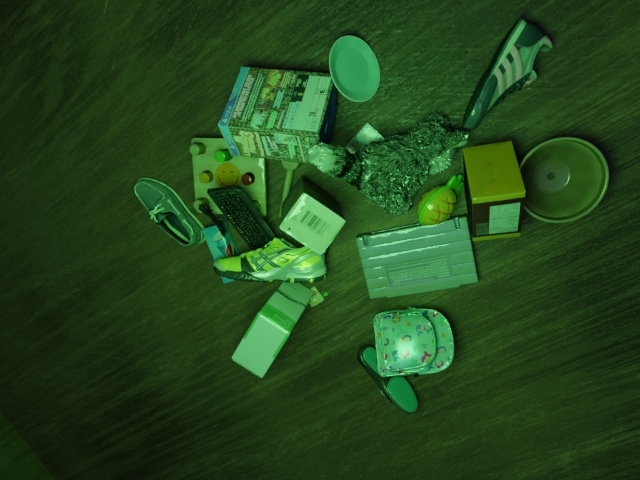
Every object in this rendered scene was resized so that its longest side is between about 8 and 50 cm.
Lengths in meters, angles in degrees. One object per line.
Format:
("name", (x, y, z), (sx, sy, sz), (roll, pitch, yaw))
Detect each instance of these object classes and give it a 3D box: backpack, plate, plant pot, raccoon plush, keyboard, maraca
("backpack", (0.304, 0.330, 1.447), (0.254, 0.191, 0.225), (-5, 74, 6))
("plate", (0.096, -0.495, 1.289), (0.024, 0.188, 0.188), (-1, 111, 55))
("plant pot", (0.670, -0.177, 1.263), (0.237, 0.110, 0.237), (4, 108, 12))
("raccoon plush", (0.215, -0.244, 1.208), (0.299, 0.446, 0.216), (-49, 65, 21))
("keyboard", (-0.277, -0.061, 1.449), (0.202, 0.033, 0.317), (-2, 144, 21))
("maraca", (0.364, -0.120, 1.338), (0.185, 0.127, 0.099), (-46, 60, -1))

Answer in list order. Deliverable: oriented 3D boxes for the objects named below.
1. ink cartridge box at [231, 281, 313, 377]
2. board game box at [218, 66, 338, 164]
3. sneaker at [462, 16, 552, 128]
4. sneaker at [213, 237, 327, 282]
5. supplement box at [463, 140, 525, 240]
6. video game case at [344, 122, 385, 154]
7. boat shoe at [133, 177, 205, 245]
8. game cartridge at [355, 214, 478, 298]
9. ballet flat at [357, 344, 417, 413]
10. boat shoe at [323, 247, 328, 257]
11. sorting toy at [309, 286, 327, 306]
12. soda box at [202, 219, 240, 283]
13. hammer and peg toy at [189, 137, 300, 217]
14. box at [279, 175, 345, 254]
("ink cartridge box", (-0.150, 0.277, 1.484), (0.122, 0.289, 0.211), (32, 114, 3))
("board game box", (-0.114, -0.367, 1.308), (0.291, 0.141, 0.232), (9, 65, 11))
("sneaker", (0.508, -0.430, 1.203), (0.131, 0.112, 0.319), (28, 99, -1))
("sneaker", (-0.168, 0.065, 1.483), (0.385, 0.145, 0.147), (-1, 89, 7))
("supplement box", (0.477, -0.133, 1.237), (0.129, 0.191, 0.194), (-7, 143, 15))
("video game case", (0.138, -0.297, 1.401), (0.087, 0.011, 0.122), (42, 110, -2))
("boat shoe", (-0.544, -0.100, 1.568), (0.319, 0.099, 0.116), (44, 111, -2))
("game cartridge", (0.312, 0.060, 1.444), (0.355, 0.068, 0.230), (-11, 107, 15))
("ballet flat", (0.231, 0.488, 1.572), (0.280, 0.095, 0.096), (52, 152, 5))
("boat shoe", (0.000, 0.000, 1.491), (0.066, 0.066, 0.183), (20, 109, 8))
("sorting toy", (-0.016, 0.195, 1.581), (0.083, 0.012, 0.062), (-33, 96, 20))
("soda box", (-0.341, 0.040, 1.580), (0.071, 0.067, 0.210), (-16, 103, 17))
("hammer and peg toy", (-0.248, -0.199, 1.456), (0.362, 0.127, 0.265), (5, 107, 11))
("box", (-0.030, -0.086, 1.326), (0.148, 0.311, 0.121), (33, 102, -13))
